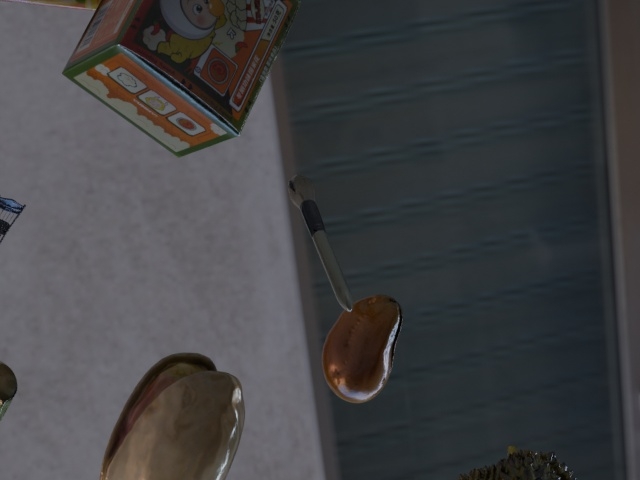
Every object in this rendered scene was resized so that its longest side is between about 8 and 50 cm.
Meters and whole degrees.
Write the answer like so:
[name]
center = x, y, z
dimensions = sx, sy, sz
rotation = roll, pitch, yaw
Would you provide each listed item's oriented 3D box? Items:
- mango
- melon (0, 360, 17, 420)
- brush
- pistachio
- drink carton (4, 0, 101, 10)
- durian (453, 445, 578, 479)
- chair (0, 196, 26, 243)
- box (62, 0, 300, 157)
[mango]
center = 0.061, 0.151, 2.105
dimensions = 0.105, 0.159, 0.084
rotation = 23, 176, 23
[melon]
center = -0.404, 0.176, 1.617
dimensions = 0.160, 0.128, 0.079
rotation = 26, -177, 20
[brush]
center = 0.000, 0.000, 2.114
dimensions = 0.039, 0.042, 0.299
rotation = -10, -140, -9
[pistachio]
center = -0.224, 0.315, 2.187
dimensions = 0.187, 0.299, 0.187
rotation = 19, -174, -2
[drink carton]
center = -0.326, -0.360, 1.993
dimensions = 0.223, 0.096, 0.071
rotation = 4, -170, -15
[durian]
center = 0.328, 0.471, 2.444
dimensions = 0.258, 0.258, 0.293
rotation = 3, -165, 28
[chair]
center = -0.391, -0.023, 1.791
dimensions = 0.037, 0.086, 0.042
rotation = 24, -159, -24
[box]
center = -0.154, -0.231, 1.680
dimensions = 0.148, 0.177, 0.195
rotation = -16, -135, 53
